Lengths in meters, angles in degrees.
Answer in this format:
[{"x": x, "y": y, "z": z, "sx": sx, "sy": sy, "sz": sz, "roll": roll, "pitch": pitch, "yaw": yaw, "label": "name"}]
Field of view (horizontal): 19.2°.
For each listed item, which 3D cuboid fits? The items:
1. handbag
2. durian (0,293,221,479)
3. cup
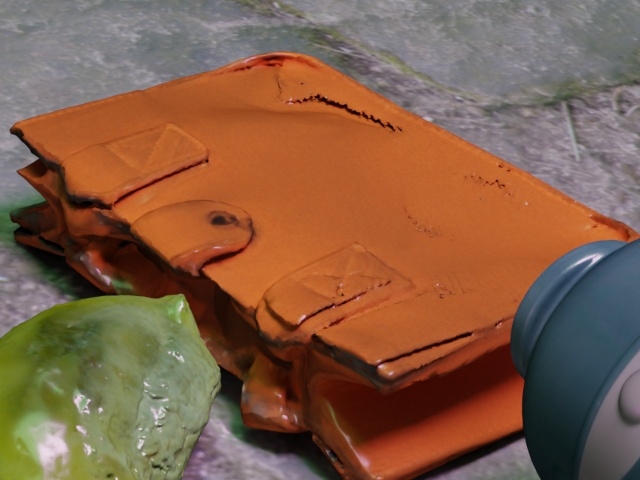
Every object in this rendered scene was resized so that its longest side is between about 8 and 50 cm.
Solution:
[{"x": 0.000, "y": 0.000, "z": 1.352, "sx": 0.304, "sy": 0.116, "sz": 0.410, "roll": -18, "pitch": 37, "yaw": -39, "label": "handbag"}, {"x": -0.145, "y": 0.108, "z": 1.134, "sx": 0.139, "sy": 0.101, "sz": 0.250, "roll": 18, "pitch": 30, "yaw": 18, "label": "durian"}, {"x": 0.273, "y": 0.131, "z": 1.101, "sx": 0.290, "sy": 0.219, "sz": 0.257, "roll": 24, "pitch": 14, "yaw": -38, "label": "cup"}]
